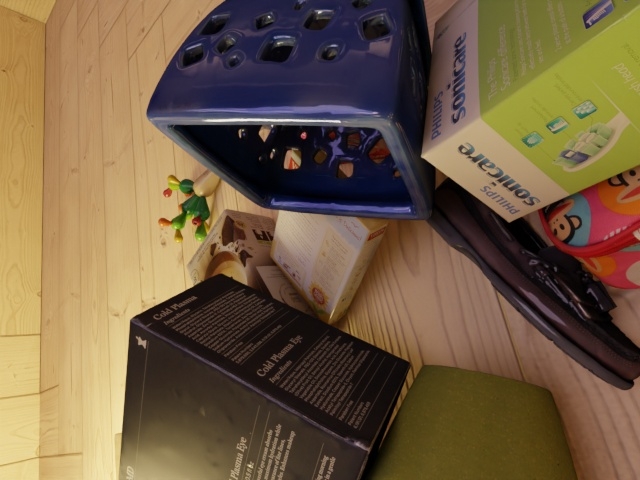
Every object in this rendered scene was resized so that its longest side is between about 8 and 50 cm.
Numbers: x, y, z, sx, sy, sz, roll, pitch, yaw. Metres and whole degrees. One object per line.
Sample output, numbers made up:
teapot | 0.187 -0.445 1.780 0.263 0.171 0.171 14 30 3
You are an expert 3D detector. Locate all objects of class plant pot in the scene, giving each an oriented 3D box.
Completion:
plant pot | 0.150 0.290 0.438 0.274 0.274 0.294 -5 64 43
plant pot | 0.004 -0.162 0.460 0.235 0.236 0.212 5 75 22

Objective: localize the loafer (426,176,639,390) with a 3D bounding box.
loafer | 0.232 0.018 0.480 0.095 0.109 0.303 -54 49 19

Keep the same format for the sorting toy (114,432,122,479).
sorting toy | -0.375 0.563 0.994 0.257 0.089 0.256 -27 66 38

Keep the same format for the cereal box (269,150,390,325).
cereal box | 0.000 0.000 0.657 0.173 0.047 0.240 50 144 25

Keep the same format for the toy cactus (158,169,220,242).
toy cactus | -0.310 -0.103 1.028 0.180 0.112 0.219 -48 45 16

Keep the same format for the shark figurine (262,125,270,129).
shark figurine | -0.099 -0.280 0.863 0.277 0.166 0.116 5 114 27

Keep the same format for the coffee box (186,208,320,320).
coffee box | -0.121 0.110 0.792 0.168 0.118 0.297 -50 54 27

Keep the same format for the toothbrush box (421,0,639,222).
toothbrush box | 0.222 -0.173 0.318 0.283 0.122 0.207 -32 36 47

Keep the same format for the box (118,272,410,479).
box | -0.090 0.272 0.587 0.312 0.179 0.344 22 113 18

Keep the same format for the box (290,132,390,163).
box | 0.040 -0.284 0.675 0.154 0.142 0.301 1 85 44

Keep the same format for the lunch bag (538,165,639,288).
lunch bag | 0.324 -0.121 0.359 0.293 0.120 0.259 -38 33 43
